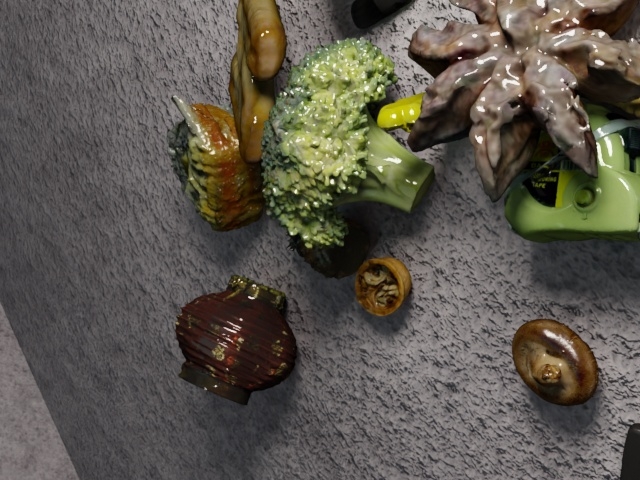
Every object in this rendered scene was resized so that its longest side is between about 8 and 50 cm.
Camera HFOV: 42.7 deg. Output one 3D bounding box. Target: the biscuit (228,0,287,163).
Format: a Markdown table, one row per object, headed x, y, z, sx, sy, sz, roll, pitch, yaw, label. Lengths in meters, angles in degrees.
| x | y | z | sx | sy | sz | roll | pitch | yaw | label |
| --- | --- | --- | --- | --- | --- | --- | --- | --- | --- |
| -0.104 | -0.284 | 1.323 | 0.291 | 0.062 | 0.237 | -105 | 21 | -56 | biscuit |

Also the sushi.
| x | y | z | sx | sy | sz | roll | pitch | yaw | label |
| --- | --- | --- | --- | --- | --- | --- | --- | --- | --- |
| -0.184 | -0.145 | 1.481 | 0.184 | 0.139 | 0.274 | 48 | 148 | 37 | sushi |

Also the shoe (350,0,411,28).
| x | y | z | sx | sy | sz | roll | pitch | yaw | label |
| --- | --- | --- | --- | --- | --- | --- | --- | --- | --- |
| 0.082 | -0.351 | 1.170 | 0.159 | 0.053 | 0.062 | -27 | 80 | 54 | shoe |

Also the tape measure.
| x | y | z | sx | sy | sz | roll | pitch | yaw | label |
| --- | --- | --- | --- | --- | --- | --- | --- | --- | --- |
| 0.302 | -0.073 | 0.962 | 0.200 | 0.106 | 0.175 | -4 | 81 | 54 | tape measure |

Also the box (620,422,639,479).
| x | y | z | sx | sy | sz | roll | pitch | yaw | label |
| --- | --- | --- | --- | --- | --- | --- | --- | --- | --- |
| 0.438 | 0.301 | 1.015 | 0.125 | 0.027 | 0.126 | 16 | 115 | 44 | box |

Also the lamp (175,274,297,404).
| x | y | z | sx | sy | sz | roll | pitch | yaw | label |
| --- | --- | --- | --- | --- | --- | --- | --- | --- | --- |
| -0.156 | 0.183 | 1.537 | 0.247 | 0.247 | 0.247 | 22 | 120 | 44 | lamp |

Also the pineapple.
| x | y | z | sx | sy | sz | roll | pitch | yaw | label |
| --- | --- | --- | --- | --- | --- | --- | --- | --- | --- |
| 0.000 | 0.000 | 1.379 | 0.197 | 0.108 | 0.108 | 20 | 120 | 60 | pineapple |

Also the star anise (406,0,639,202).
| x | y | z | sx | sy | sz | roll | pitch | yaw | label |
| --- | --- | --- | --- | --- | --- | --- | --- | --- | --- |
| 0.227 | -0.203 | 0.915 | 0.331 | 0.117 | 0.332 | -15 | 60 | 28 | star anise |

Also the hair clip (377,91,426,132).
| x | y | z | sx | sy | sz | roll | pitch | yaw | label |
| --- | --- | --- | --- | --- | --- | --- | --- | --- | --- |
| 0.143 | -0.171 | 1.067 | 0.072 | 0.173 | 0.046 | 7 | 109 | 51 | hair clip |

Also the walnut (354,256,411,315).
| x | y | z | sx | sy | sz | roll | pitch | yaw | label |
| --- | --- | --- | --- | --- | --- | --- | --- | --- | --- |
| 0.107 | 0.069 | 1.301 | 0.121 | 0.052 | 0.091 | -37 | 76 | 52 | walnut |

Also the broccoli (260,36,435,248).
| x | y | z | sx | sy | sz | roll | pitch | yaw | label |
| --- | --- | --- | --- | --- | --- | --- | --- | --- | --- |
| 0.018 | -0.130 | 1.185 | 0.260 | 0.235 | 0.288 | 51 | 150 | 27 | broccoli |

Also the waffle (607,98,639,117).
| x | y | z | sx | sy | sz | roll | pitch | yaw | label |
| --- | --- | --- | --- | --- | --- | --- | --- | --- | --- |
| 0.370 | -0.140 | 0.926 | 0.191 | 0.032 | 0.125 | -9 | 100 | 54 | waffle |

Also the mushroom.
| x | y | z | sx | sy | sz | roll | pitch | yaw | label |
| --- | --- | --- | --- | --- | --- | --- | --- | --- | --- |
| 0.307 | 0.159 | 1.071 | 0.126 | 0.085 | 0.109 | 56 | 174 | 16 | mushroom |
